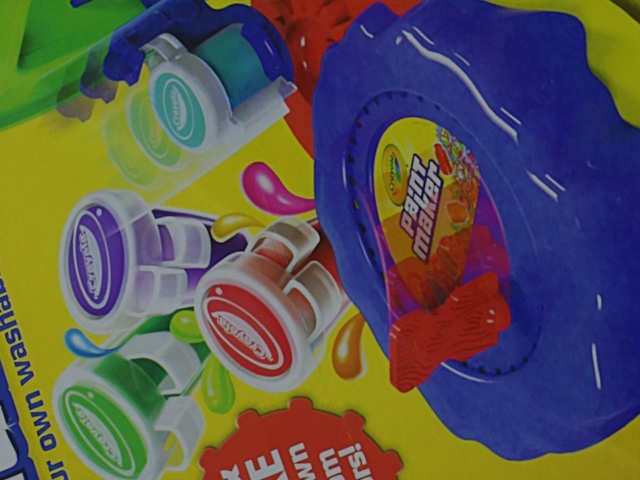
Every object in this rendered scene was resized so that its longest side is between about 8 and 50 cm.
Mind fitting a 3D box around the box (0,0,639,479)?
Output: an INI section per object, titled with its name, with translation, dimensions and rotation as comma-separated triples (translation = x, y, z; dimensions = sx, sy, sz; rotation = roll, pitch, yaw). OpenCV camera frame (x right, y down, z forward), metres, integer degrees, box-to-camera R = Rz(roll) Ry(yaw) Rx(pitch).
[box]
translation = 0.000, 0.000, 0.519
dimensions = 0.177, 0.279, 0.290
rotation = 34, 34, -76
